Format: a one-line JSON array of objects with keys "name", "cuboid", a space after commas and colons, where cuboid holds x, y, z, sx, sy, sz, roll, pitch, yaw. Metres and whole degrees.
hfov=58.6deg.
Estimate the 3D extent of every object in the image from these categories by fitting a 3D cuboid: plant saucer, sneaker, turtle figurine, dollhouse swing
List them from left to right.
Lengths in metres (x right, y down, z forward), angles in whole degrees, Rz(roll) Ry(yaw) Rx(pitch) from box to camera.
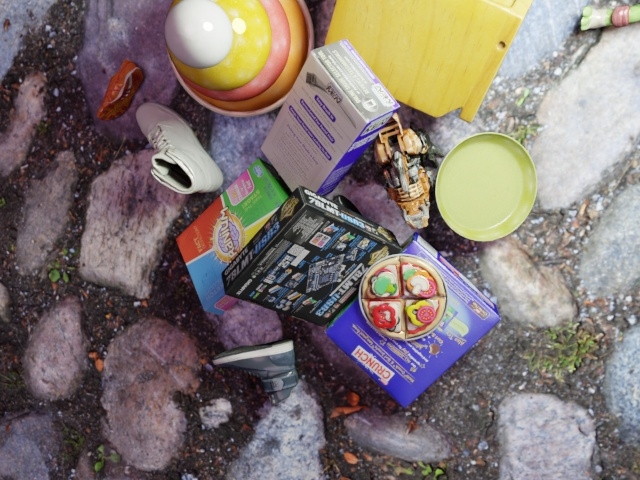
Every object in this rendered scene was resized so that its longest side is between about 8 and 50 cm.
[{"name": "sneaker", "cuboid": [-0.524, -0.386, 1.480, 0.067, 0.064, 0.175, 45, 102, 24]}, {"name": "sneaker", "cuboid": [-0.377, -0.233, 1.405, 0.292, 0.169, 0.108, 46, 108, 4]}, {"name": "sneaker", "cuboid": [-0.167, 0.356, 1.494, 0.226, 0.086, 0.163, -10, 94, 14]}, {"name": "dollhouse swing", "cuboid": [0.246, -0.489, 1.207, 0.347, 0.305, 0.315, 26, 129, 8]}, {"name": "plant saucer", "cuboid": [0.365, -0.119, 1.272, 0.241, 0.037, 0.240, -2, 99, -10]}, {"name": "turtle figurine", "cuboid": [0.644, -0.459, 1.083, 0.266, 0.197, 0.274, 14, 61, 28]}]

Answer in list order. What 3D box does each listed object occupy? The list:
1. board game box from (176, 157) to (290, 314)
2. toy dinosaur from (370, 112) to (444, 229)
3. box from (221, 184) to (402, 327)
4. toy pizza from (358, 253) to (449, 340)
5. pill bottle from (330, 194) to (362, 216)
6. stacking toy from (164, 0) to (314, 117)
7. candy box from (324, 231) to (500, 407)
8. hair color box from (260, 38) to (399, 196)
[{"name": "board game box", "cuboid": [-0.195, -0.009, 1.392, 0.316, 0.064, 0.242, -42, 56, 16]}, {"name": "toy dinosaur", "cuboid": [0.183, -0.191, 1.248, 0.165, 0.218, 0.321, 5, 100, 14]}, {"name": "box", "cuboid": [-0.019, 0.050, 1.276, 0.293, 0.073, 0.295, 23, 122, -36]}, {"name": "toy pizza", "cuboid": [0.183, 0.130, 1.270, 0.202, 0.032, 0.201, 2, 100, 13]}, {"name": "pill bottle", "cuboid": [0.000, 0.000, 1.374, 0.219, 0.123, 0.122, -38, 89, 16]}, {"name": "stacking toy", "cuboid": [-0.201, -0.418, 1.148, 0.351, 0.480, 0.350, 1, 105, 3]}, {"name": "candy box", "cuboid": [0.213, 0.187, 1.354, 0.268, 0.122, 0.317, 43, 105, 2]}, {"name": "hair color box", "cuboid": [0.007, -0.241, 1.238, 0.185, 0.110, 0.339, 54, 147, 8]}]
